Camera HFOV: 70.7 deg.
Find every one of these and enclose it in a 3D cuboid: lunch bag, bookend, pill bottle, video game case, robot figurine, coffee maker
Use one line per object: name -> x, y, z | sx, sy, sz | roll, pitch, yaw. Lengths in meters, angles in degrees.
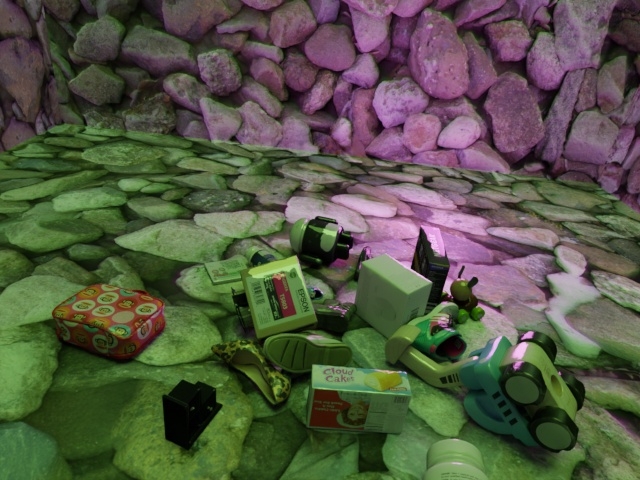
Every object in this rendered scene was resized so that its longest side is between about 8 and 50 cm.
lunch bag -> -0.657, 0.237, 1.442 | 0.294, 0.120, 0.258 | 14, 29, 13
bookend -> -0.324, 0.415, 1.160 | 0.073, 0.156, 0.157 | 16, 29, 16
pill bottle -> 0.300, 0.593, 0.979 | 0.161, 0.160, 0.283 | 11, 29, 7
video game case -> -0.374, 0.123, 1.823 | 0.157, 0.019, 0.143 | -8, 32, -26
robot figurine -> 0.001, 0.000, 1.984 | 0.279, 0.173, 0.209 | 14, 19, 12
pill bottle -> -0.232, 0.090, 1.838 | 0.094, 0.094, 0.169 | -17, 36, -37
coffee maker -> -0.200, 0.201, 1.530 | 0.179, 0.120, 0.171 | -20, 71, -9

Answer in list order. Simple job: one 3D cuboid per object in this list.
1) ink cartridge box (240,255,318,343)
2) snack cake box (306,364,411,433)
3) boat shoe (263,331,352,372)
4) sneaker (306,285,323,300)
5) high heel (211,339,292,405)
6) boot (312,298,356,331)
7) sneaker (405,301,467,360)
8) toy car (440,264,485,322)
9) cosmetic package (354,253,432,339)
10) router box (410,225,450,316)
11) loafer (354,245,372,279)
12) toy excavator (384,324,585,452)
ink cartridge box -> -0.133, 0.186, 1.430 | 0.194, 0.088, 0.234 | -16, 68, -8
snack cake box -> 0.099, 0.435, 1.230 | 0.265, 0.152, 0.089 | 6, 28, -4
boat shoe -> -0.050, 0.339, 1.383 | 0.303, 0.113, 0.103 | 18, -3, -32
sneaker -> -0.053, 0.187, 1.620 | 0.144, 0.053, 0.059 | 6, 8, -32
high heel -> -0.207, 0.380, 1.309 | 0.262, 0.093, 0.186 | 16, 22, -3
boot -> 0.000, 0.256, 1.634 | 0.247, 0.083, 0.161 | 12, 16, 11
sneaker -> 0.436, 0.316, 1.555 | 0.296, 0.123, 0.178 | -18, 38, -38
toy car -> 0.555, 0.194, 1.738 | 0.149, 0.188, 0.155 | -6, 31, -22
cosmetic package -> 0.250, 0.204, 1.610 | 0.138, 0.223, 0.225 | -18, 38, -37
router box -> 0.426, 0.117, 1.793 | 0.081, 0.242, 0.308 | 8, 29, 2
loafer -> 0.200, 0.102, 1.947 | 0.078, 0.076, 0.223 | 16, 34, 5
toy excavator -> 0.454, 0.408, 1.324 | 0.432, 0.445, 0.222 | 57, 39, 1
